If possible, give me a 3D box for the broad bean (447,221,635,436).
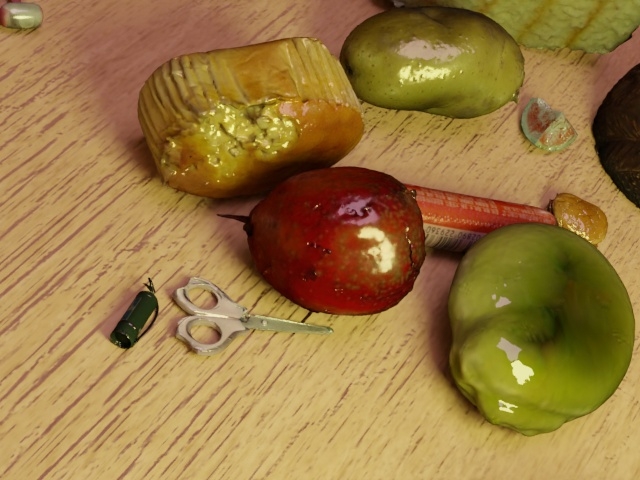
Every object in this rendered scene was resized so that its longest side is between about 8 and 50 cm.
[{"bbox_3d":[0.252,0.097,1.506,0.238,0.119,0.291,50,50,4],"label":"broad bean"}]

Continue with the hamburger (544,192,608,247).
[{"bbox_3d":[0.333,-0.026,1.697,0.083,0.044,0.076,26,49,-10],"label":"hamburger"}]

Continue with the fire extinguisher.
[{"bbox_3d":[-0.190,0.079,1.369,0.038,0.025,0.083,58,40,-30],"label":"fire extinguisher"}]

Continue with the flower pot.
[{"bbox_3d":[0.550,-0.184,1.777,0.267,0.267,0.266,13,51,-17],"label":"flower pot"}]

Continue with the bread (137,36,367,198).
[{"bbox_3d":[-0.075,-0.135,1.488,0.250,0.179,0.133,-7,63,-30],"label":"bread"}]

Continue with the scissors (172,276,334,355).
[{"bbox_3d":[-0.071,0.090,1.426,0.189,0.015,0.100,8,50,-23],"label":"scissors"}]

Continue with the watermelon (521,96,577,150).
[{"bbox_3d":[0.313,-0.166,1.781,0.085,0.061,0.085,13,59,-22],"label":"watermelon"}]

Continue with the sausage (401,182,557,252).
[{"bbox_3d":[0.185,-0.021,1.598,0.274,0.074,0.074,8,52,-21],"label":"sausage"}]

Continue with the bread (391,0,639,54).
[{"bbox_3d":[0.281,-0.445,1.862,0.395,0.239,0.264,12,51,-22],"label":"bread"}]

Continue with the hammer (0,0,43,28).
[{"bbox_3d":[-0.365,-0.286,1.559,0.053,0.031,0.083,-3,51,-33],"label":"hammer"}]

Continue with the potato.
[{"bbox_3d":[0.143,-0.231,1.698,0.248,0.143,0.169,-4,19,-24],"label":"potato"}]

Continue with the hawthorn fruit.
[{"bbox_3d":[0.000,0.000,1.443,0.235,0.181,0.181,5,50,4],"label":"hawthorn fruit"}]
